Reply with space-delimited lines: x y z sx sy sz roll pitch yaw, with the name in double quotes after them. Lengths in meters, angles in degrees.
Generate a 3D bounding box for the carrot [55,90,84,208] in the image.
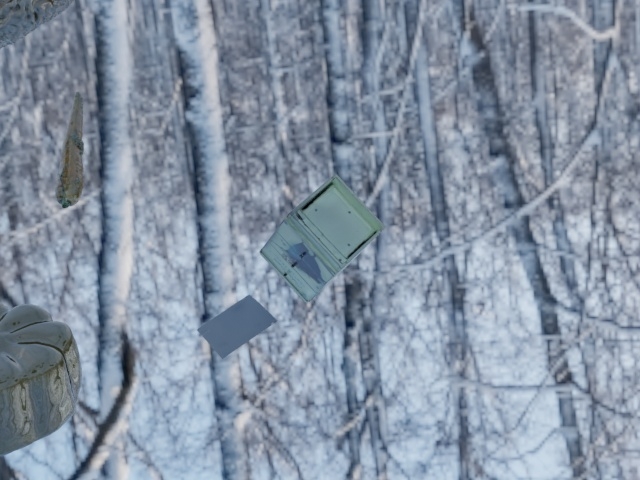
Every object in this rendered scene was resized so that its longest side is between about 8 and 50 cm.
-0.436 -0.165 1.795 0.049 0.049 0.255 -5 -121 2 "carrot"

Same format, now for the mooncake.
-0.719 0.288 2.242 0.378 0.201 0.378 -1 -147 1 "mooncake"

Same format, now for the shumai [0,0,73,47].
-0.462 -0.386 1.485 0.205 0.176 0.166 -18 -159 49 "shumai"

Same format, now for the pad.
-0.207 0.208 2.493 0.163 0.004 0.243 -34 -158 -11 "pad"

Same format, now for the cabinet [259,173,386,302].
0.000 0.000 1.992 0.150 0.145 0.206 -41 177 -27 "cabinet"
